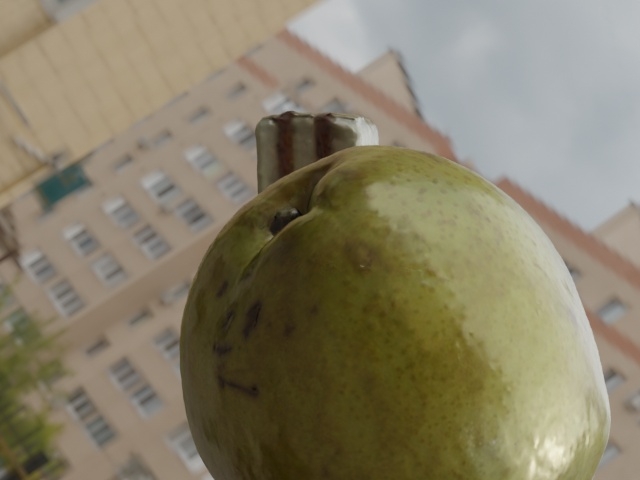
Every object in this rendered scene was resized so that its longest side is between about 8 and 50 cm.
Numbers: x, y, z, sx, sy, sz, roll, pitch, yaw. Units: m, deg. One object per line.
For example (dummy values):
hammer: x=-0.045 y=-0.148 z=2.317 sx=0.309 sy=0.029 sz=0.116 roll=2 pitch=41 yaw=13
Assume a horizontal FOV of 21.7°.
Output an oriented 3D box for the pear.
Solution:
pear: x=0.048 y=0.080 z=1.166 sx=0.304 sy=0.304 sz=0.304 roll=52 pitch=-14 yaw=18

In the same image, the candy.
candy: x=0.000 y=0.000 z=2.027 sx=0.179 sy=0.135 sz=0.321 roll=12 pitch=77 yaw=-80
